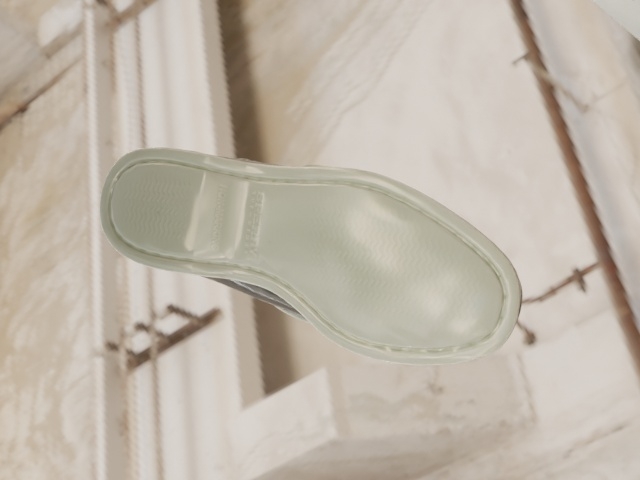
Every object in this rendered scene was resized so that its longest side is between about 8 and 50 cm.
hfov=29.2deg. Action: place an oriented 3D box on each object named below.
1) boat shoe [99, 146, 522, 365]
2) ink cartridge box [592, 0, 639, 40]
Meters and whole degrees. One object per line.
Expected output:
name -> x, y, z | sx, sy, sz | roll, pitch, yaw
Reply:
boat shoe -> 0.000, 0.000, 0.802 | 0.303, 0.114, 0.091 | 22, -171, 26
ink cartridge box -> 0.185, -0.265, 0.722 | 0.239, 0.060, 0.275 | 41, -123, 7
